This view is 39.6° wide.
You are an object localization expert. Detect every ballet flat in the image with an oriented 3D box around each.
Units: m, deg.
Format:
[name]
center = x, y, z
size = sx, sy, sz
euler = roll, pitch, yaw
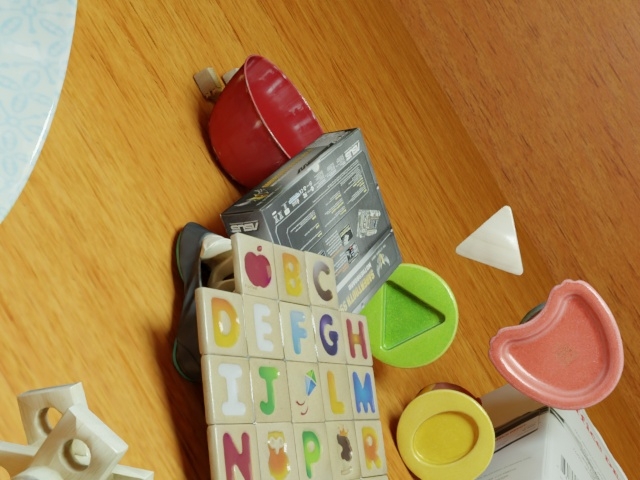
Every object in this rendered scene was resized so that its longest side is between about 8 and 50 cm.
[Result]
[ballet flat]
center = -0.098, 0.046, 0.852
size = 0.074, 0.074, 0.203
euler = 45, 25, -35

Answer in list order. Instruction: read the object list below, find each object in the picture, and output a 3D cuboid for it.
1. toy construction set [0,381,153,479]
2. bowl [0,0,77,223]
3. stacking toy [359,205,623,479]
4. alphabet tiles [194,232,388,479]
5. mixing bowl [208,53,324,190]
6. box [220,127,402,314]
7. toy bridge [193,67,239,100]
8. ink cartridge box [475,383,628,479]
[toy construction set]
center = -0.192, 0.193, 0.355
size = 0.215, 0.151, 0.328
euler = 61, 31, 3
[bowl]
center = -0.271, -0.136, 0.530
size = 0.156, 0.289, 0.289
euler = 15, 27, 1
[stacking toy]
center = 0.207, 0.126, 1.139
size = 0.279, 0.309, 0.130
euler = 60, 13, 7
[alphabet tiles]
center = -0.013, 0.169, 0.830
size = 0.285, 0.011, 0.342
euler = 17, 62, -56
[mixing bowl]
center = -0.073, -0.126, 1.100
size = 0.181, 0.098, 0.181
euler = 47, 24, -28
[box]
center = 0.000, 0.000, 0.993
size = 0.231, 0.056, 0.183
euler = -45, 123, -49
[toy bridge]
center = -0.110, -0.204, 1.221
size = 0.063, 0.026, 0.188
euler = 63, 21, 1
[ink cartridge box]
center = 0.310, 0.386, 1.198
size = 0.285, 0.166, 0.395
euler = 59, 22, -5
